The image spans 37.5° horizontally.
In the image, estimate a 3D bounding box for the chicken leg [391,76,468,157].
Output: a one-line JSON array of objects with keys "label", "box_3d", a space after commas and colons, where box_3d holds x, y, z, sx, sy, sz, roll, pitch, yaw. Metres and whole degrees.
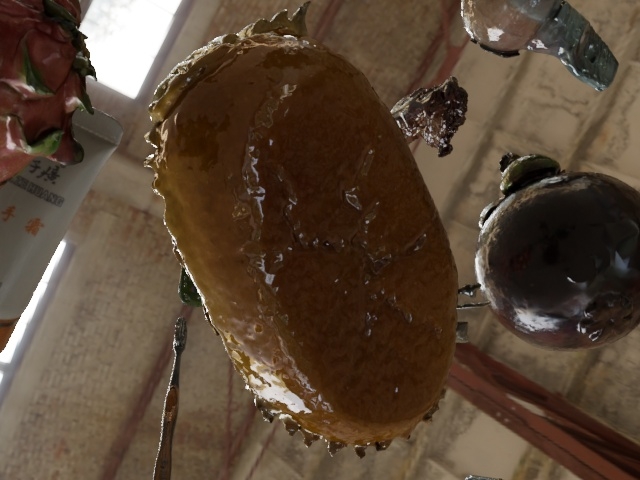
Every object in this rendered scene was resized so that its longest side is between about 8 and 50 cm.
[{"label": "chicken leg", "box_3d": [0.115, -0.134, 1.108, 0.205, 0.053, 0.093, 160, -78, -71]}]

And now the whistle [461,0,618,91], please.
[{"label": "whistle", "box_3d": [0.392, -0.393, 1.664, 0.189, 0.347, 0.189, -58, -175, 9]}]

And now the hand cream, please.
[{"label": "hand cream", "box_3d": [-0.329, -0.020, 1.046, 0.314, 0.139, 0.089, -65, 175, 12]}]

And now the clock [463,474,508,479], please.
[{"label": "clock", "box_3d": [0.269, 0.421, 1.370, 0.231, 0.103, 0.144, 2, -104, 33]}]

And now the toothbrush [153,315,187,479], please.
[{"label": "toothbrush", "box_3d": [-0.208, 0.234, 1.316, 0.031, 0.023, 0.321, 93, -3, -45]}]

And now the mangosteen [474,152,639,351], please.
[{"label": "mangosteen", "box_3d": [0.396, 0.010, 1.541, 0.306, 0.306, 0.359, -46, -145, 24]}]

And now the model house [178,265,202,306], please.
[{"label": "model house", "box_3d": [-0.135, 0.037, 1.322, 0.088, 0.117, 0.167, -127, -141, -60]}]

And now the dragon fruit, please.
[{"label": "dragon fruit", "box_3d": [-0.228, -0.091, 0.575, 0.236, 0.135, 0.137, -12, -95, 45]}]

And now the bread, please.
[{"label": "bread", "box_3d": [-0.010, 0.009, 0.817, 0.236, 0.389, 0.183, -37, -159, -14]}]
